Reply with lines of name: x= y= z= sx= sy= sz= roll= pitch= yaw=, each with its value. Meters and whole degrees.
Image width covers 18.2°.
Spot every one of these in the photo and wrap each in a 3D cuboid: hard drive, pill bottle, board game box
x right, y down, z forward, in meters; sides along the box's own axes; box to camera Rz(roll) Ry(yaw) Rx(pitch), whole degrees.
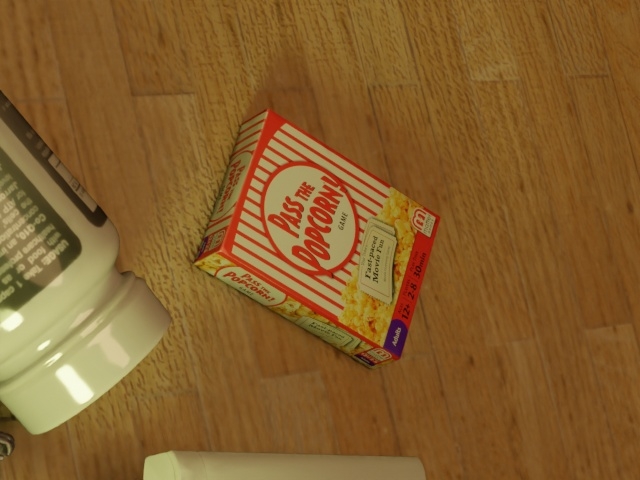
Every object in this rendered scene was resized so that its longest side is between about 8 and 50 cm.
hard drive: x=-0.010 y=0.267 z=1.544 sx=0.307 sy=0.040 sz=0.203 roll=9 pitch=69 yaw=-51
pill bottle: x=-0.250 y=-0.006 z=1.446 sx=0.283 sy=0.161 sz=0.161 roll=51 pitch=52 yaw=-11
board game box: x=0.000 y=0.000 z=1.698 sx=0.193 sy=0.045 sz=0.147 roll=31 pitch=58 yaw=-24

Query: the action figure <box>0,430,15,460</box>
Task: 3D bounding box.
action figure: x=-0.217 y=0.218 z=1.424 sx=0.285 sy=0.099 sz=0.185 roll=18 pitch=46 yaw=-39
